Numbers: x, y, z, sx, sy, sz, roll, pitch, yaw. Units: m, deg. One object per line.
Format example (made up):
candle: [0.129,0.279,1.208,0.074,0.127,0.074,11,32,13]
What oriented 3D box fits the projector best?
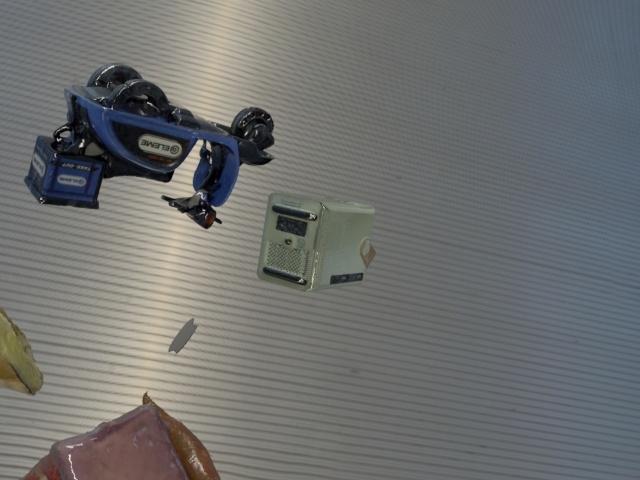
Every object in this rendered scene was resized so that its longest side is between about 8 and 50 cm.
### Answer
projector: [0.000,0.000,1.227,0.243,0.163,0.177,1,102,-56]

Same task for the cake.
cake: [-0.381,0.504,1.117,0.230,0.237,0.308,-9,64,-51]

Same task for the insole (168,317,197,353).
insole: [-0.142,0.099,0.624,0.002,0.135,0.045,38,75,-10]

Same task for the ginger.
ginger: [-0.570,0.222,1.055,0.123,0.115,0.193,-33,125,-17]

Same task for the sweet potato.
sweet potato: [-0.276,0.428,1.243,0.072,0.066,0.314,-14,48,-43]

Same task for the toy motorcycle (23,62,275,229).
toy motorcycle: [-0.224,-0.125,0.893,0.359,0.212,0.125,6,23,-43]
